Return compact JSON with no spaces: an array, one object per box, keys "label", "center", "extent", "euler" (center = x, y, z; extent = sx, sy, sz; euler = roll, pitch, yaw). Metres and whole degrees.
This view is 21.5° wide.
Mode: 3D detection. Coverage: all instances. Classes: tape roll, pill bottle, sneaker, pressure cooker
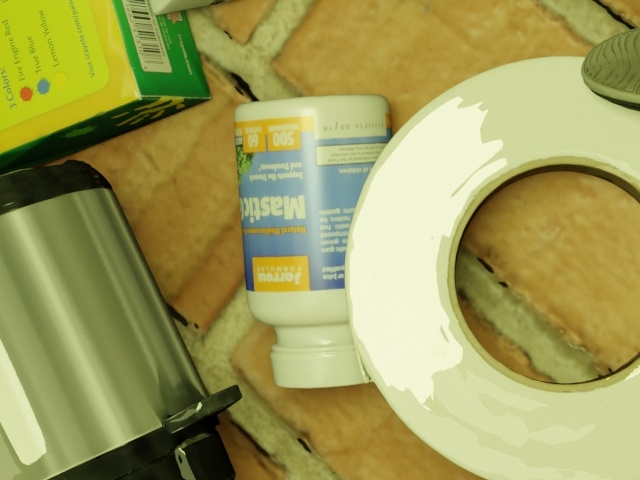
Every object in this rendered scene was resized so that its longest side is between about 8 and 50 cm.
[{"label":"tape roll","center":[0.214,0.032,1.495],"extent":[0.392,0.072,0.392],"euler":[0,87,5]},{"label":"pill bottle","center":[0.000,0.000,1.615],"extent":[0.152,0.152,0.272],"euler":[-3,92,25]},{"label":"sneaker","center":[0.333,-0.110,1.422],"extent":[0.222,0.118,0.083],"euler":[9,58,29]},{"label":"pressure cooker","center":[-0.300,0.176,1.636],"extent":[0.420,0.376,0.370],"euler":[64,155,4]}]

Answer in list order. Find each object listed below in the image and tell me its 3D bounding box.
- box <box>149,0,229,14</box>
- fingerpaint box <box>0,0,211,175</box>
[{"label":"box","center":[-0.104,-0.333,1.611],"extent":[0.181,0.119,0.181],"euler":[-24,82,64]},{"label":"fingerpaint box","center":[-0.360,-0.294,1.752],"extent":[0.371,0.163,0.444],"euler":[-20,85,24]}]
